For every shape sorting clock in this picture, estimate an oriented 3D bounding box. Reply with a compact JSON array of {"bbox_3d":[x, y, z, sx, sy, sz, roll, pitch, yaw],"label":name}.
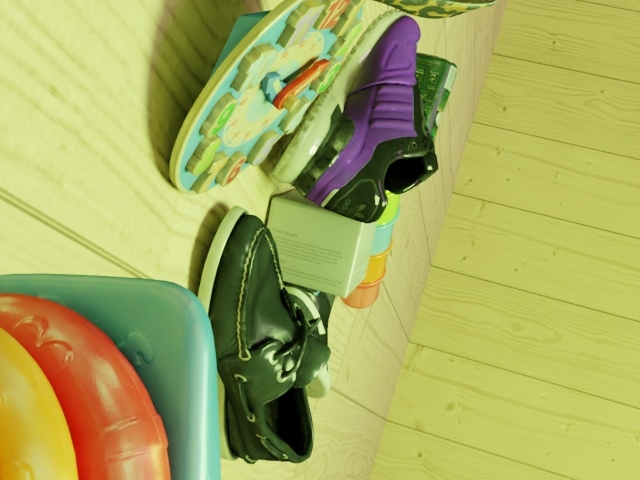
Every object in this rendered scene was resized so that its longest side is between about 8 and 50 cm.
[{"bbox_3d":[-0.035,-0.112,0.642,0.206,0.040,0.206,-49,169,-13],"label":"shape sorting clock"}]

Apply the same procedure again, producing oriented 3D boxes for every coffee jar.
[{"bbox_3d":[0.144,-0.192,1.319,0.079,0.096,0.184,10,95,-74],"label":"coffee jar"}]

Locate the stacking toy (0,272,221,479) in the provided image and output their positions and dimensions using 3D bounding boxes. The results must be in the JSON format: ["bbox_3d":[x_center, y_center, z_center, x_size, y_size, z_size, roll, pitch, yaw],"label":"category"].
[{"bbox_3d":[-0.172,0.095,0.259,0.302,0.165,0.175,8,82,-66],"label":"stacking toy"}]

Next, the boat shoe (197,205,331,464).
[{"bbox_3d":[-0.046,0.113,0.827,0.127,0.113,0.340,-59,160,-48],"label":"boat shoe"}]

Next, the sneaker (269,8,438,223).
[{"bbox_3d":[0.067,-0.123,0.909,0.102,0.146,0.293,-49,-172,51],"label":"sneaker"}]

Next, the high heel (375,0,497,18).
[{"bbox_3d":[0.042,-0.226,0.652,0.261,0.186,0.093,-25,129,-73],"label":"high heel"}]

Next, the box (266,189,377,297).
[{"bbox_3d":[0.000,0.000,0.921,0.102,0.101,0.087,-34,137,-73],"label":"box"}]

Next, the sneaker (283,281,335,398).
[{"bbox_3d":[-0.010,0.106,1.042,0.217,0.079,0.121,79,30,-59],"label":"sneaker"}]

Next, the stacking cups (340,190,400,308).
[{"bbox_3d":[0.071,-0.020,1.211,0.096,0.096,0.316,-62,162,-44],"label":"stacking cups"}]
